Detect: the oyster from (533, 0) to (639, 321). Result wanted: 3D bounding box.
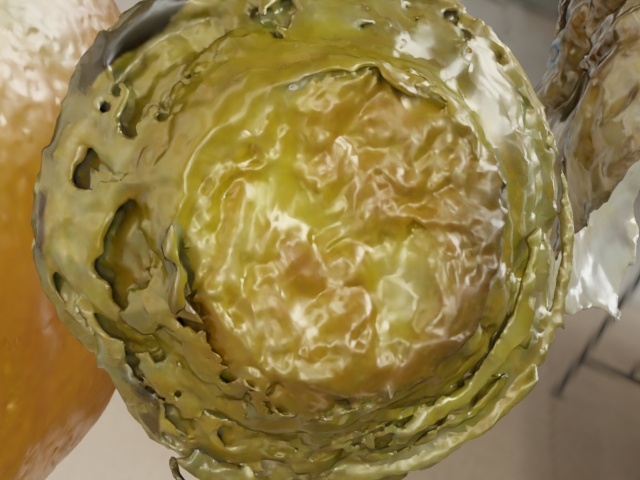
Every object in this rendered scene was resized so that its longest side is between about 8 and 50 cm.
[{"bbox_3d":[0.122,-0.082,0.681,0.107,0.161,0.232,35,56,2],"label":"oyster"}]

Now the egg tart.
[{"bbox_3d":[0.000,0.000,0.425,0.130,0.130,0.052,19,0,-15],"label":"egg tart"}]

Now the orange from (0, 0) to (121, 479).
[{"bbox_3d":[-0.175,-0.024,0.632,0.274,0.274,0.310,22,37,-2],"label":"orange"}]
